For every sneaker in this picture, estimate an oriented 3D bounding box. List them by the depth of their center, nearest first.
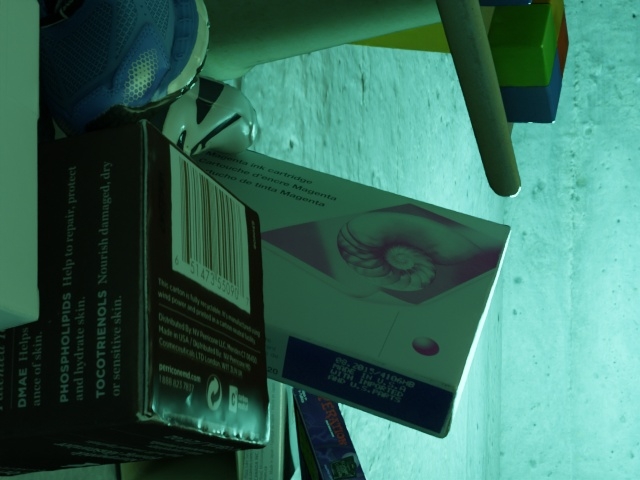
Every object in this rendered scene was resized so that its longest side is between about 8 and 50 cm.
[{"bbox_3d":[-0.176,-0.197,0.595,0.147,0.129,0.330,32,31,-55],"label":"sneaker"},{"bbox_3d":[-0.142,-0.073,0.783,0.235,0.094,0.153,27,68,-63],"label":"sneaker"}]

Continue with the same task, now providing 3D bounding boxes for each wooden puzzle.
[{"bbox_3d":[0.161,-0.260,0.743,0.322,0.080,0.348,60,37,-51],"label":"wooden puzzle"}]

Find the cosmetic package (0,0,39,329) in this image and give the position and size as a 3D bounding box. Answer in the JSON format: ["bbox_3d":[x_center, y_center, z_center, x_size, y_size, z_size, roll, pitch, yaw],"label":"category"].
[{"bbox_3d":[-0.257,-0.136,0.323,0.377,0.097,0.285,36,41,-60],"label":"cosmetic package"}]

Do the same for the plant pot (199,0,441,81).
[{"bbox_3d":[-0.010,-0.302,0.833,0.334,0.305,0.334,0,90,-69],"label":"plant pot"}]

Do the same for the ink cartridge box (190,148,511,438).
[{"bbox_3d":[0.000,0.000,0.837,0.330,0.324,0.071,-59,162,-52],"label":"ink cartridge box"}]

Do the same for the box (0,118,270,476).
[{"bbox_3d":[-0.155,0.049,0.568,0.168,0.203,0.167,41,42,-64],"label":"box"}]

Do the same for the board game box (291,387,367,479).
[{"bbox_3d":[0.025,0.331,1.024,0.347,0.056,0.208,88,-12,-51],"label":"board game box"}]

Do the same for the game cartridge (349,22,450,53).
[{"bbox_3d":[0.066,-0.365,0.993,0.053,0.285,0.324,-60,153,-46],"label":"game cartridge"}]

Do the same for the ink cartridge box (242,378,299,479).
[{"bbox_3d":[-0.058,0.131,1.036,0.261,0.066,0.296,48,44,-86],"label":"ink cartridge box"}]

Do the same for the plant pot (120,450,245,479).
[{"bbox_3d":[-0.118,0.158,0.844,0.096,0.109,0.109,-40,128,-77],"label":"plant pot"}]
